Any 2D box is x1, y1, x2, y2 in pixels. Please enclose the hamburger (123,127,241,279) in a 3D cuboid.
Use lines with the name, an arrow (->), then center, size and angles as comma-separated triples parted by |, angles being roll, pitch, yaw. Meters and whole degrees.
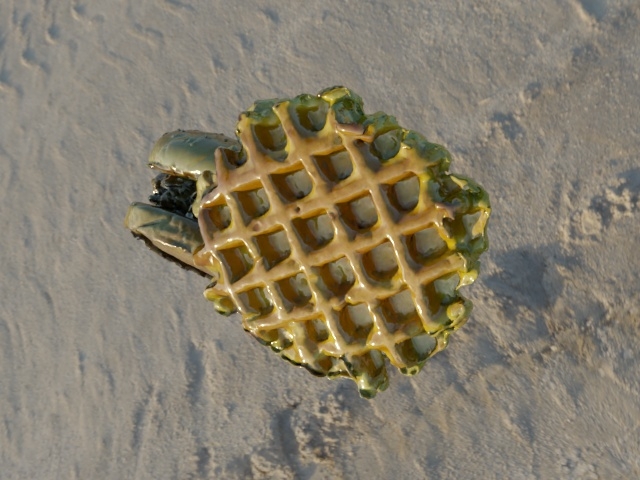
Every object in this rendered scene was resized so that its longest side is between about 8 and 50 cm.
hamburger -> -0.102, -0.011, 0.873 | 0.277, 0.318, 0.195 | 19, 77, 35

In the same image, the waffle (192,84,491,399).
waffle -> 0.000, 0.000, 0.596 | 0.325, 0.068, 0.302 | 26, 117, 16
